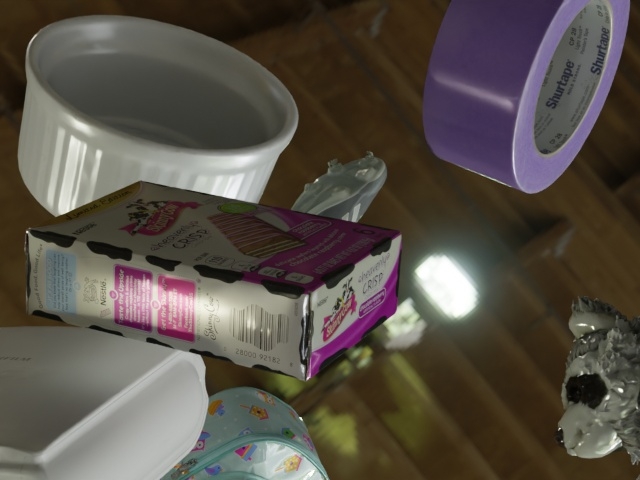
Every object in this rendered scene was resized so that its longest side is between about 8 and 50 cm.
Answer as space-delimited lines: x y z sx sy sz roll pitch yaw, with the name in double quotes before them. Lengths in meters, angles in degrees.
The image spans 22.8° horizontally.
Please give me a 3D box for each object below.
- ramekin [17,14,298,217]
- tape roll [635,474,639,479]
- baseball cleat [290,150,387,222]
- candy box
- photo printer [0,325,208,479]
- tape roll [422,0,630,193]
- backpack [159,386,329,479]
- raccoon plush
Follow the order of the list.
"ramekin" -0.173 -0.105 1.611 0.277 0.135 0.277 14 -151 -8
"tape roll" 0.303 0.206 0.965 0.246 0.169 0.246 -1 -110 2
"baseball cleat" 0.000 0.000 1.665 0.206 0.072 0.109 -39 -55 -21
"candy box" -0.077 0.023 1.172 0.233 0.071 0.159 10 -160 23
"photo printer" -0.241 0.145 1.213 0.307 0.256 0.107 -35 -57 -67
"tape roll" 0.160 -0.137 1.219 0.080 0.189 0.189 25 -150 25
"backpack" -0.087 0.236 1.483 0.166 0.188 0.144 45 -175 -38
"raccoon plush" 0.474 0.160 1.704 0.447 0.216 0.299 -10 -147 -11
